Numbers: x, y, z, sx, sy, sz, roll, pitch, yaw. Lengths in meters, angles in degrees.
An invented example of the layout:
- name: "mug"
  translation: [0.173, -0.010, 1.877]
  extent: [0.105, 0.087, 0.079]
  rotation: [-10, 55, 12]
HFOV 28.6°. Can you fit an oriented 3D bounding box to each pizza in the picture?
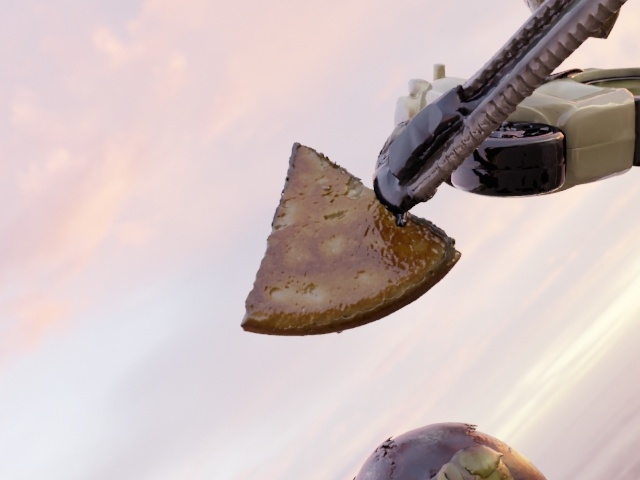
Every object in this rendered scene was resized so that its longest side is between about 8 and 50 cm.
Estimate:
- name: "pizza"
  translation: [0.000, 0.000, 1.026]
  extent: [0.184, 0.176, 0.036]
  rotation: [-29, -27, -8]

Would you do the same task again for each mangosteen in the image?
- name: "mangosteen"
  translation: [0.103, 0.214, 0.907]
  extent: [0.166, 0.166, 0.180]
  rotation: [-42, 14, -14]

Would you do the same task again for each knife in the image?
- name: "knife"
  translation: [0.132, -0.128, 0.873]
  extent: [0.043, 0.089, 0.365]
  rotation: [14, -39, -28]

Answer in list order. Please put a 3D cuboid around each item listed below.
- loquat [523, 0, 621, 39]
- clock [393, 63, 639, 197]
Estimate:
- name: "loquat"
  translation: [0.322, -0.346, 1.618]
  extent: [0.152, 0.195, 0.152]
  rotation: [-21, 9, 4]
- name: "clock"
  translation: [0.233, -0.114, 1.264]
  extent: [0.379, 0.276, 0.120]
  rotation: [-9, -74, -33]
